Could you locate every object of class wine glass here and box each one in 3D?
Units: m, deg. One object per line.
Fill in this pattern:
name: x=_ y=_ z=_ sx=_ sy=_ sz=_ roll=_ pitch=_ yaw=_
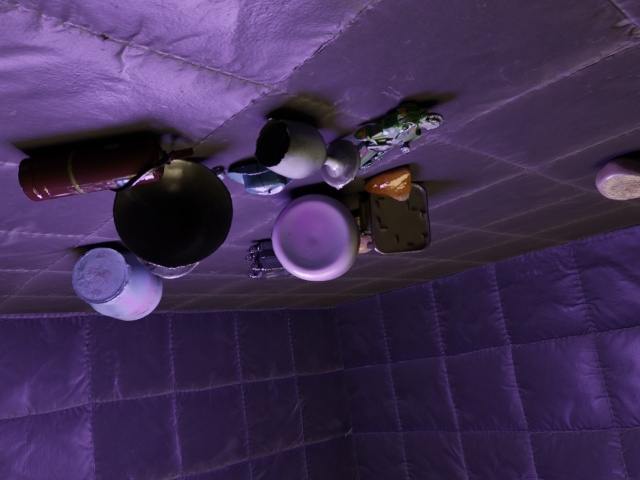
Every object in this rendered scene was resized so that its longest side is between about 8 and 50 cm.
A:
wine glass: x=-0.386 y=-0.025 z=1.390 sx=0.266 sy=0.267 sz=0.406 roll=-4 pitch=168 yaw=-17
wine glass: x=-0.025 y=-0.191 z=1.171 sx=0.126 sy=0.127 sz=0.241 roll=-18 pitch=164 yaw=36

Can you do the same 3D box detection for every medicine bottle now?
medicine bottle: x=-0.730 y=0.152 z=1.907 sx=0.244 sy=0.245 sz=0.290 roll=-8 pitch=165 yaw=2
medicine bottle: x=0.000 y=0.000 z=1.669 sx=0.255 sy=0.256 sz=0.325 roll=-10 pitch=173 yaw=7

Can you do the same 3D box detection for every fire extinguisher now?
fire extinguisher: x=-0.447 y=-0.157 z=1.137 sx=0.341 sy=0.105 sz=0.141 roll=-9 pitch=-157 yaw=1

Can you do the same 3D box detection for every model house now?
model house: x=0.199 y=-0.063 z=1.732 sx=0.204 sy=0.219 sz=0.278 roll=-2 pitch=178 yaw=-20

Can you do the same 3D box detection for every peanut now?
peanut: x=0.126 y=0.015 z=2.140 sx=0.214 sy=0.090 sz=0.099 roll=-8 pitch=154 yaw=4

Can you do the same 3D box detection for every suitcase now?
suitcase: x=-0.136 y=0.071 z=2.135 sx=0.311 sy=0.128 sz=0.202 roll=-4 pitch=166 yaw=-14

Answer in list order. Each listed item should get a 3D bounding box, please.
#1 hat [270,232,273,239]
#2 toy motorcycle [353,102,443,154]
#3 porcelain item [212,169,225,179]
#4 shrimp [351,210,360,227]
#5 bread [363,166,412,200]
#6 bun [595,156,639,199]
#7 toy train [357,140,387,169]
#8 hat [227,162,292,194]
hat: x=-0.108 y=-0.017 z=1.931 sx=0.166 sy=0.081 sz=0.122 roll=-22 pitch=165 yaw=14
toy motorcycle: x=0.173 y=-0.247 z=1.175 sx=0.190 sy=0.074 sz=0.106 roll=-19 pitch=153 yaw=41
porcelain item: x=-0.271 y=-0.159 z=1.351 sx=0.036 sy=0.028 sz=0.083 roll=9 pitch=157 yaw=-43
shrimp: x=0.169 y=-0.074 z=1.898 sx=0.253 sy=0.058 sz=0.173 roll=-16 pitch=171 yaw=34
bread: x=0.221 y=-0.168 z=1.533 sx=0.154 sy=0.054 sz=0.136 roll=8 pitch=151 yaw=-22
bun: x=0.976 y=-0.206 z=1.689 sx=0.173 sy=0.114 sz=0.167 roll=19 pitch=156 yaw=-8
toy train: x=0.113 y=-0.212 z=1.338 sx=0.070 sy=0.038 sz=0.148 roll=-2 pitch=164 yaw=-25
hat: x=-0.141 y=-0.152 z=1.350 sx=0.190 sy=0.078 sz=0.138 roll=-12 pitch=164 yaw=16
